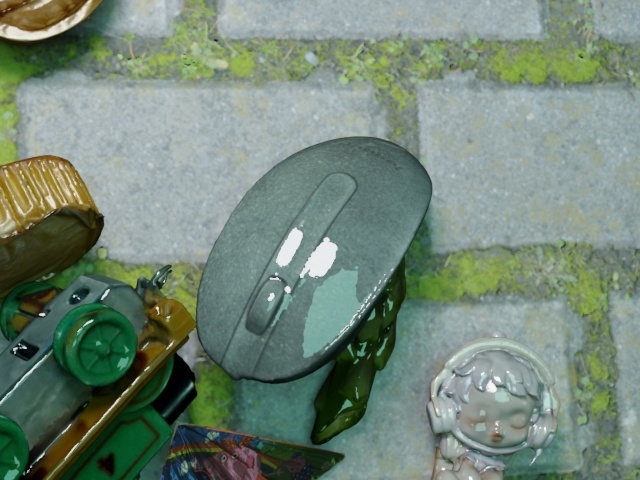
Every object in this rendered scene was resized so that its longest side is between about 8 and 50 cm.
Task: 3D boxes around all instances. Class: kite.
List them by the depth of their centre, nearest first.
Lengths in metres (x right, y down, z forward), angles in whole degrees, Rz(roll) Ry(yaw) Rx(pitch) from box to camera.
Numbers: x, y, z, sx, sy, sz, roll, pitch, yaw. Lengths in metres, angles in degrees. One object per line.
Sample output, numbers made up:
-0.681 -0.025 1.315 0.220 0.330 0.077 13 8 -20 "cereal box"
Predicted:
-0.116 0.291 1.216 0.321 0.016 0.234 -32 116 -21 "kite"

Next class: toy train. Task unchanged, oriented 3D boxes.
-0.280 0.210 1.142 0.429 0.178 0.249 -48 123 -23 "toy train"

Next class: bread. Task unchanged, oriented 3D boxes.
-0.344 -0.014 1.169 0.199 0.199 0.104 -28 76 -14 "bread"

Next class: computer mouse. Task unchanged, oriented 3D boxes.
-0.001 -0.003 1.213 0.203 0.114 0.374 25 56 14 "computer mouse"

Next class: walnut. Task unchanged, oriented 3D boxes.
-0.334 -0.307 1.253 0.211 0.087 0.167 -32 84 -16 "walnut"

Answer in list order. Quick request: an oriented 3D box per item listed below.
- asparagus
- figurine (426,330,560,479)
0.056 0.115 1.291 0.080 0.080 0.287 15 79 -10 "asparagus"
0.202 0.222 1.272 0.163 0.141 0.236 18 80 -4 "figurine"
